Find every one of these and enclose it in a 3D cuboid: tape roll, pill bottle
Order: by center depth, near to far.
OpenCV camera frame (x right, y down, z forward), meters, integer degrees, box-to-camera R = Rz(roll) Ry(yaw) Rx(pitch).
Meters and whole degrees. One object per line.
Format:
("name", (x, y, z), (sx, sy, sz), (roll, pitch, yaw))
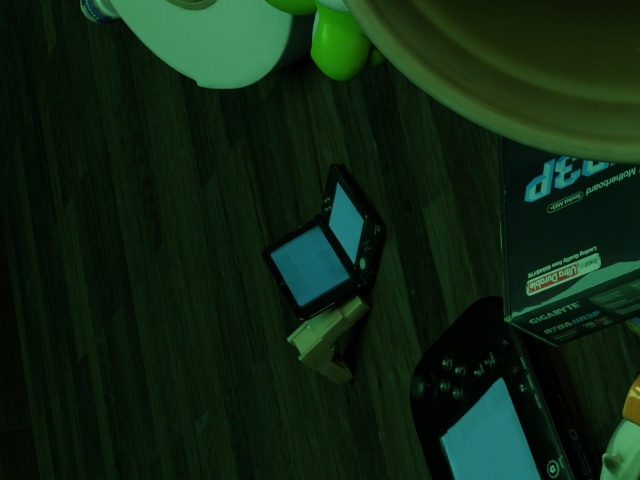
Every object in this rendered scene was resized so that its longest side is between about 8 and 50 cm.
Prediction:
("tape roll", (-0.133, -0.339, 1.569), (0.392, 0.072, 0.392), (34, 141, 34))
("pill bottle", (-0.293, -0.334, 2.161), (0.120, 0.067, 0.067), (-179, 85, -67))

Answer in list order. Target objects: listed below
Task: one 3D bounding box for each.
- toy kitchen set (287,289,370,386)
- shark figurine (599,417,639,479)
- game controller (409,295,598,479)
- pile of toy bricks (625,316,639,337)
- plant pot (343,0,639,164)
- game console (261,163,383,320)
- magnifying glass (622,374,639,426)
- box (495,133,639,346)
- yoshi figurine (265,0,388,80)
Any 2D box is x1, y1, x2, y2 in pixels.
("toy kitchen set", (0.016, 0.082, 1.544), (0.083, 0.075, 0.068), (-44, 45, 10))
("shark figurine", (0.227, 0.129, 0.971), (0.166, 0.116, 0.278), (31, 139, 22))
("game controller", (0.153, 0.204, 1.193), (0.166, 0.067, 0.319), (117, 141, -51))
("pile of toy bricks", (0.222, 0.012, 0.977), (0.212, 0.118, 0.105), (38, 168, 47))
("plant pot", (0.163, -0.234, 0.789), (0.280, 0.323, 0.323), (-69, -13, -66))
("game console", (0.000, 0.000, 1.514), (0.122, 0.071, 0.107), (-122, 35, -48))
("magnifying glass", (0.265, 0.133, 0.822), (0.231, 0.026, 0.092), (26, 125, 27))
("box", (0.200, -0.056, 0.889), (0.220, 0.051, 0.175), (-25, 51, 39))
("yoshi figurine", (0.013, -0.313, 1.296), (0.203, 0.203, 0.362), (-105, 20, -53))
